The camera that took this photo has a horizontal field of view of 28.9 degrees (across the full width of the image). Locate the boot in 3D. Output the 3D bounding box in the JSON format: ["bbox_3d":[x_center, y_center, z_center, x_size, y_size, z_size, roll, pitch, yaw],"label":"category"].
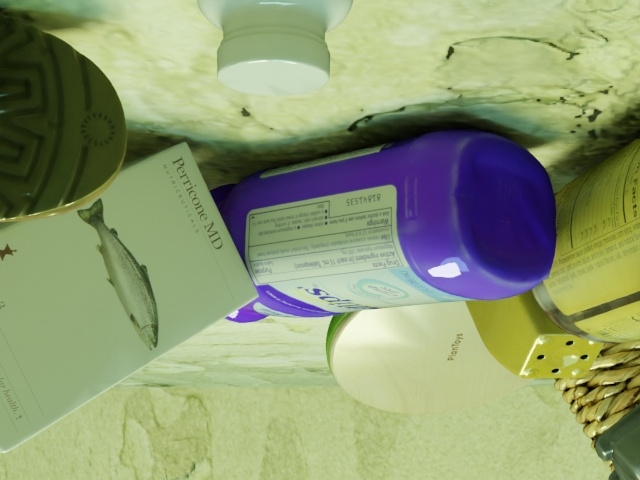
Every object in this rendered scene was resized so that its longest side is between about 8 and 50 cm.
[{"bbox_3d":[-0.213,-0.038,0.624,0.236,0.089,0.269,5,172,-7],"label":"boot"}]

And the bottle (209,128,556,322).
[{"bbox_3d":[0.000,0.000,0.761,0.283,0.092,0.118,-9,165,41],"label":"bottle"}]

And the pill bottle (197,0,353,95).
[{"bbox_3d":[-0.012,-0.084,0.340,0.043,0.083,0.043,0,169,0],"label":"pill bottle"}]

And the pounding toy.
[{"bbox_3d":[0.104,0.023,0.933,0.183,0.110,0.237,20,131,-30],"label":"pounding toy"}]

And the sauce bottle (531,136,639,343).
[{"bbox_3d":[0.207,-0.016,0.618,0.111,0.111,0.344,3,170,-11],"label":"sauce bottle"}]

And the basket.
[{"bbox_3d":[0.346,0.088,1.220,0.213,0.223,0.299,-39,155,17],"label":"basket"}]

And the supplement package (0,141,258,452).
[{"bbox_3d":[-0.146,0.031,0.701,0.179,0.105,0.105,-32,-169,-35],"label":"supplement package"}]

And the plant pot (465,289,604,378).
[{"bbox_3d":[0.150,0.045,0.818,0.081,0.083,0.081,0,139,-13],"label":"plant pot"}]

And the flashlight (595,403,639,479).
[{"bbox_3d":[0.287,0.056,0.637,0.304,0.103,0.103,-35,175,-6],"label":"flashlight"}]
